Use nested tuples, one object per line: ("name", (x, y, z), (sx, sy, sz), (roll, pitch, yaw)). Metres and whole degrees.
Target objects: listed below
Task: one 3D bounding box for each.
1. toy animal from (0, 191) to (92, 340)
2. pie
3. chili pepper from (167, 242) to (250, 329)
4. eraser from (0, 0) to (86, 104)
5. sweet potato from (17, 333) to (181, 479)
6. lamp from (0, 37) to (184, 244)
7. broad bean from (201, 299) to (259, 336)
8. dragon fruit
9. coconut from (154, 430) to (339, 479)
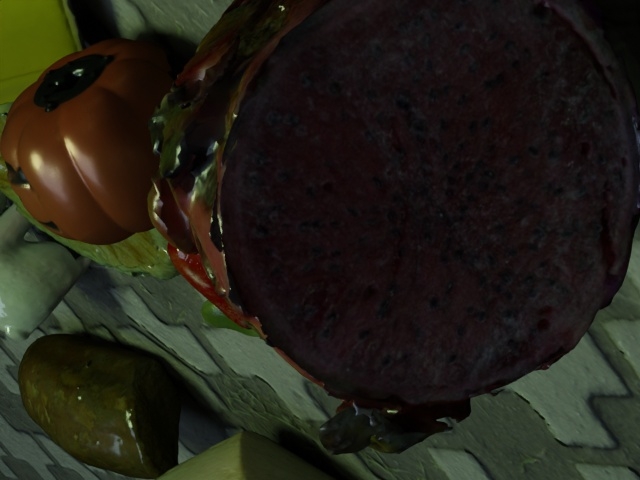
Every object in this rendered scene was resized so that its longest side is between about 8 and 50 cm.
("toy animal", (-0.401, -0.020, 1.923), (0.282, 0.138, 0.140), (55, 147, -4))
("pie", (-0.253, -0.065, 1.663), (0.306, 0.071, 0.306), (27, 154, 15))
("chili pepper", (-0.105, 0.001, 1.543), (0.192, 0.086, 0.084), (47, 179, -28))
("eraser", (-0.327, -0.186, 1.455), (0.158, 0.226, 0.069), (78, 176, -49))
("sweet potato", (-0.298, 0.205, 2.080), (0.369, 0.158, 0.158), (13, 141, 47))
("lamp", (-0.183, -0.081, 1.424), (0.187, 0.187, 0.164), (11, 141, 50))
("broad bean", (-0.086, 0.074, 1.680), (0.083, 0.045, 0.063), (13, 142, 37))
("dragon fruit", (0.045, -0.056, 1.040), (0.296, 0.314, 0.263), (54, 172, -18))
("coconut", (-0.070, 0.369, 1.854), (0.328, 0.329, 0.329), (35, 153, 20))
